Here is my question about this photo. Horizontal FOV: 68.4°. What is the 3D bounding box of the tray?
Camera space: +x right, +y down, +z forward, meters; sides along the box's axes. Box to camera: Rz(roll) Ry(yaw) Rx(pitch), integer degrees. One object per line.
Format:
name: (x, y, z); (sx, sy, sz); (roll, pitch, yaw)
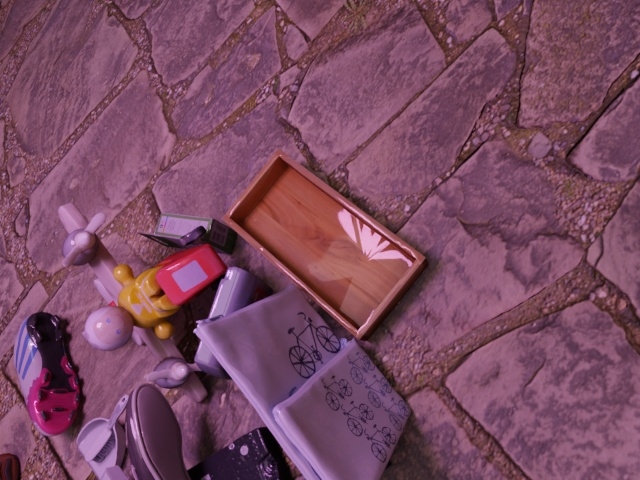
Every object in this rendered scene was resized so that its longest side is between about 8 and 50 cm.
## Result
tray: (0.000, 0.000, 0.999); (0.411, 0.076, 0.203); (39, 90, 22)

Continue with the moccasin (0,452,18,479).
moccasin: (-0.938, 0.633, 1.158); (0.380, 0.147, 0.139); (-20, 66, 16)

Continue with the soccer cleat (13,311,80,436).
soccer cleat: (-0.698, 0.343, 1.189); (0.143, 0.116, 0.331); (-40, 59, 24)

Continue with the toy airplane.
toy airplane: (-0.396, 0.140, 0.991); (0.386, 0.272, 0.384); (18, 116, 12)

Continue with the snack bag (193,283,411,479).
snack bag: (-0.004, 0.219, 0.769); (0.037, 0.323, 0.342); (-46, 78, 22)

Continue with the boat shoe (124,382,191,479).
boat shoe: (-0.303, 0.441, 0.879); (0.095, 0.112, 0.335); (-29, 80, 18)

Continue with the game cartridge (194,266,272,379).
game cartridge: (-0.159, 0.166, 0.912); (0.060, 0.294, 0.196); (20, 80, 6)

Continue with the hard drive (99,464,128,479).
hard drive: (-0.447, 0.657, 0.962); (0.203, 0.040, 0.307); (36, 101, 33)

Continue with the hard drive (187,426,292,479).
hard drive: (-0.198, 0.555, 0.922); (0.339, 0.064, 0.237); (-35, 63, 8)

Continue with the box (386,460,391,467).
box: (0.003, 0.300, 0.836); (0.060, 0.216, 0.270); (-38, 62, 9)

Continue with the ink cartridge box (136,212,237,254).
ink cartridge box: (-0.321, -0.019, 1.137); (0.209, 0.109, 0.062); (6, 75, 25)

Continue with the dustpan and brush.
dustpan and brush: (-0.487, 0.443, 1.081); (0.147, 0.060, 0.211); (35, 88, 28)
